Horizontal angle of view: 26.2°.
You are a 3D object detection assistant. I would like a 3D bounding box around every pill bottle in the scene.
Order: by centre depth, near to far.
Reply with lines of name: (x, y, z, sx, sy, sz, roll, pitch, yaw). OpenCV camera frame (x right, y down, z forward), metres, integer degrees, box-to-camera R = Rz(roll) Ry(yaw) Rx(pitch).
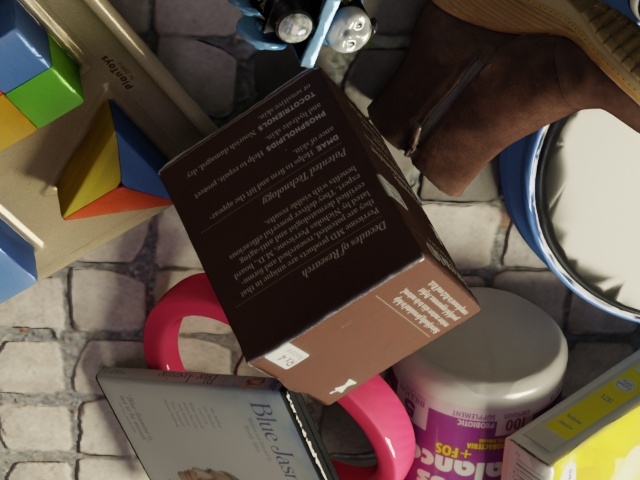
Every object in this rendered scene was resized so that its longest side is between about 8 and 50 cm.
pill bottle: (0.145, 0.210, 1.380, 0.169, 0.169, 0.301, 0, 124, -4)

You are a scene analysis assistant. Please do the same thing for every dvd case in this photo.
dvd case: (-0.095, 0.205, 1.353, 0.253, 0.022, 0.180, -1, 123, 38)

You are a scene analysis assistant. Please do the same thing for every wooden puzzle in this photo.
wooden puzzle: (-0.281, -0.065, 1.167, 0.348, 0.080, 0.322, -26, 138, 14)

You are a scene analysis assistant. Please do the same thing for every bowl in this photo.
bowl: (0.360, -0.081, 1.251, 0.391, 0.077, 0.391, -2, 125, -3)

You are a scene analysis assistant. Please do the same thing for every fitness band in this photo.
fitness band: (-0.041, 0.148, 1.322, 0.291, 0.054, 0.209, 34, 138, 9)

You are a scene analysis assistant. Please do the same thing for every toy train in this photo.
toy train: (-0.018, -0.204, 1.076, 0.105, 0.184, 0.080, 7, 124, -23)

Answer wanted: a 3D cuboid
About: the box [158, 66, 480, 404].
box: (0.000, 0.000, 1.164, 0.167, 0.203, 0.168, -33, 154, 9)

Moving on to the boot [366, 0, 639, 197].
boot: (0.171, -0.112, 1.153, 0.248, 0.090, 0.207, 44, 125, 19)

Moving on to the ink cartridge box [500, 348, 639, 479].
ink cartridge box: (0.298, 0.250, 1.381, 0.307, 0.072, 0.303, -25, 132, -30)

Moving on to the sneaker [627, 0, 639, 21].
sneaker: (0.352, -0.151, 1.095, 0.235, 0.097, 0.084, 26, 119, -20)
